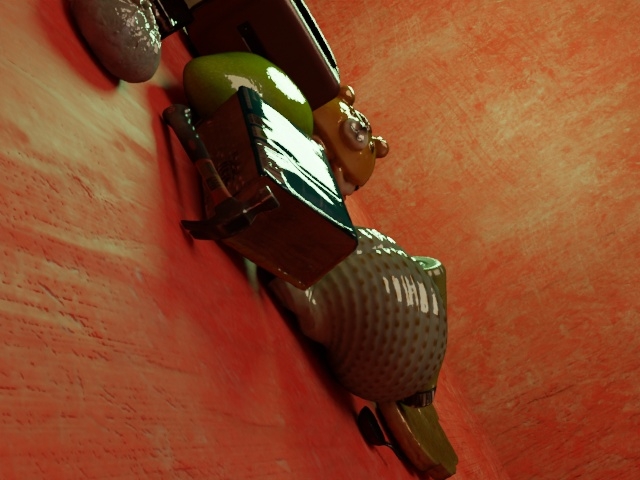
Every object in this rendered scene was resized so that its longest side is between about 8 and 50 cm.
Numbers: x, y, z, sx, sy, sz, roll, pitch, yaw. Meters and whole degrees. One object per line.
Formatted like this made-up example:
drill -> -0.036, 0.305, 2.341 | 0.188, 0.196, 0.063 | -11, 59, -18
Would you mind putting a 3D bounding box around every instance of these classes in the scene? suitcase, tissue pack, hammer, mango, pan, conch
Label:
suitcase -> -0.111, -0.377, 1.770 | 0.297, 0.236, 0.161 | 56, 10, -30
tissue pack -> -0.073, -0.077, 1.261 | 0.192, 0.134, 0.271 | 37, 21, -30
hammer -> -0.148, -0.098, 1.124 | 0.033, 0.111, 0.288 | 58, 0, -43
mango -> -0.125, -0.229, 1.467 | 0.192, 0.156, 0.343 | 54, 11, 17
pan -> 0.092, 0.314, 1.403 | 0.115, 0.023, 0.068 | 55, 9, -21
conch -> 0.064, 0.088, 1.389 | 0.319, 0.215, 0.303 | 56, -1, -38

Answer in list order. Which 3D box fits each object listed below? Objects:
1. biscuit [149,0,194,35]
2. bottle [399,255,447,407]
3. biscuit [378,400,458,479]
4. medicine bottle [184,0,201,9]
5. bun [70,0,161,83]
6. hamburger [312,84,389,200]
biscuit -> -0.265, -0.371, 1.389 | 0.106, 0.070, 0.252 | 60, 8, -15
bottle -> 0.168, 0.164, 1.560 | 0.112, 0.112, 0.260 | -86, 174, -76
biscuit -> 0.176, 0.342, 1.726 | 0.269, 0.051, 0.376 | 60, 11, 9
medicine bottle -> -0.225, -0.557, 2.039 | 0.141, 0.137, 0.250 | 61, 8, 6
bun -> -0.245, -0.266, 1.100 | 0.141, 0.083, 0.141 | 59, 11, -19
hamburger -> 0.023, -0.222, 2.097 | 0.276, 0.237, 0.276 | 56, 8, -13
